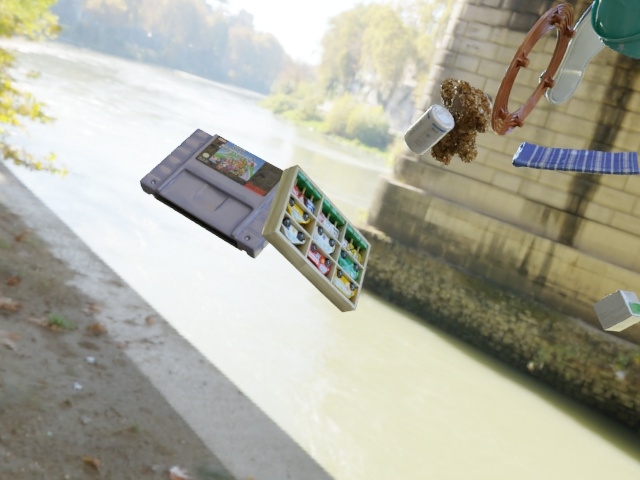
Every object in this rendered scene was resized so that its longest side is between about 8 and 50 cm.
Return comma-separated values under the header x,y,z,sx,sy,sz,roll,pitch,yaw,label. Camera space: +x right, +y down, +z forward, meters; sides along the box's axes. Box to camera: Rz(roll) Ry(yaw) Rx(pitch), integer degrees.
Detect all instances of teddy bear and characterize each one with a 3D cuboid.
x,y,z,sx,sy,sz,roll,pitch,yaw,label
0.403,-0.344,2.149,0.113,0.338,0.245,-4,59,-15,teddy bear

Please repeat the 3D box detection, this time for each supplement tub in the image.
x,y,z,sx,sy,sz,roll,pitch,yaw,label
0.252,-0.257,1.721,0.071,0.107,0.071,20,51,-26,supplement tub

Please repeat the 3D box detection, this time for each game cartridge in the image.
x,y,z,sx,sy,sz,roll,pitch,yaw,label
-0.228,-0.126,1.778,0.355,0.230,0.068,29,-26,20,game cartridge

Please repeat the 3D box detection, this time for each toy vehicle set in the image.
x,y,z,sx,sy,sz,roll,pitch,yaw,label
0.000,0.000,1.435,0.035,0.166,0.267,-14,-44,35,toy vehicle set

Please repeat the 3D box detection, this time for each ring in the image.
x,y,z,sx,sy,sz,roll,pitch,yaw,label
0.510,-0.395,1.751,0.032,0.337,0.336,33,15,24,ring

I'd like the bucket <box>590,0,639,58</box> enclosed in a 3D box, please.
x,y,z,sx,sy,sz,roll,pitch,yaw,label
0.690,-0.498,1.488,0.281,0.183,0.281,-3,42,3,bucket

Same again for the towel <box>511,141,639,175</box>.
x,y,z,sx,sy,sz,roll,pitch,yaw,label
0.726,-0.233,2.107,0.335,0.040,0.243,7,19,20,towel

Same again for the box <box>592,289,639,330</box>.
x,y,z,sx,sy,sz,roll,pitch,yaw,label
0.890,0.210,2.203,0.101,0.102,0.087,10,52,-42,box

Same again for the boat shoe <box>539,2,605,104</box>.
x,y,z,sx,sy,sz,roll,pitch,yaw,label
0.694,-0.529,2.011,0.116,0.319,0.099,6,38,-23,boat shoe
